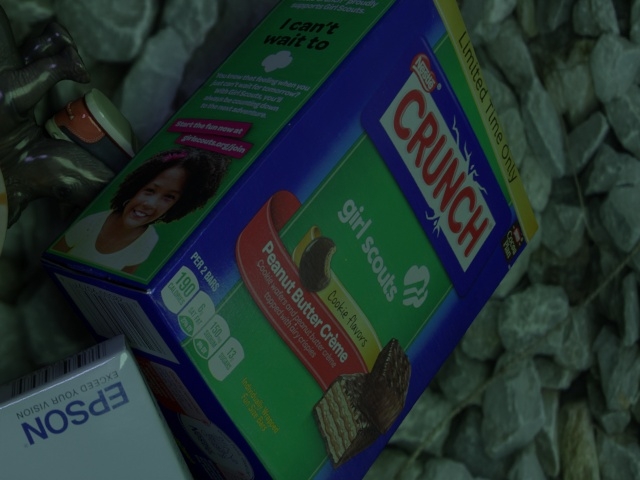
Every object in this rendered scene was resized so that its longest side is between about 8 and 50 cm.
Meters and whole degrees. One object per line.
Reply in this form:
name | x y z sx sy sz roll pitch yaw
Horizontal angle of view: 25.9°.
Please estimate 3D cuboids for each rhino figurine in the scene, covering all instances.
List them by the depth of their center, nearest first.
rhino figurine | -0.203 -0.101 0.884 0.106 0.073 0.243 -26 108 -4

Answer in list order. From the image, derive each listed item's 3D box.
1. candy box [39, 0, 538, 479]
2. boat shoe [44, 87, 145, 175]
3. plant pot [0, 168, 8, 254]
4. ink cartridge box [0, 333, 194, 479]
candy box | 0.000 0.000 0.976 0.317 0.122 0.268 -52 135 -26
boat shoe | -0.133 -0.043 0.963 0.043 0.049 0.137 -32 119 11
plant pot | -0.269 -0.013 0.766 0.205 0.188 0.205 0 89 -37
ink cartridge box | -0.178 0.201 0.860 0.223 0.045 0.224 -24 105 -4
